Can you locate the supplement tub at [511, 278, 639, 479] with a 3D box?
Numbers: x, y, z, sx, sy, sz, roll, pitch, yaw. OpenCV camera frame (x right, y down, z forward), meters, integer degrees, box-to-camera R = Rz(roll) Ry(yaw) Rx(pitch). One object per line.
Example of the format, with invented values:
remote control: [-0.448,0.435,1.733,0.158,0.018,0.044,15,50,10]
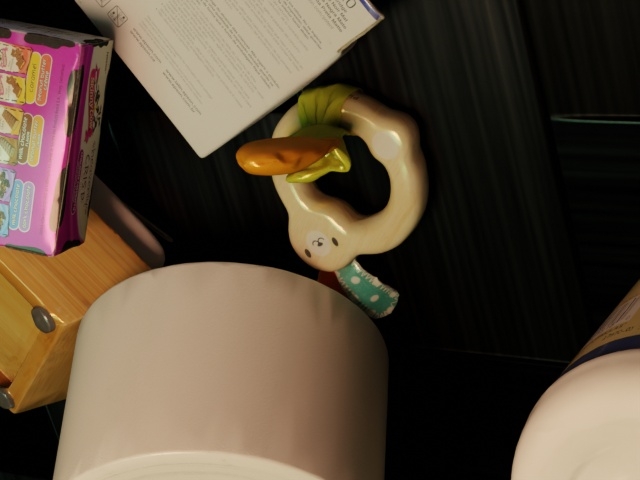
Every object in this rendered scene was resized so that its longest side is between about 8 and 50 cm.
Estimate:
supplement tub: [0.271,0.089,1.053,0.228,0.316,0.228,20,131,26]

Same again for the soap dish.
soap dish: [-0.277,-0.007,1.535,0.291,0.118,0.229,45,146,5]

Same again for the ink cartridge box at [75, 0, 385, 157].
ink cartridge box: [-0.080,-0.196,1.320,0.223,0.045,0.224,52,135,-6]

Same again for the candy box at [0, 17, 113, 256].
candy box: [-0.281,-0.090,1.380,0.233,0.071,0.159,12,101,11]

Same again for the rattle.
rattle: [0.000,0.000,1.337,0.130,0.143,0.200,17,125,4]

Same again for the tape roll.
tape roll: [-0.072,0.154,1.401,0.246,0.169,0.246,2,141,2]

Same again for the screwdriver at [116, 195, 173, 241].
screwdriver: [-0.187,-0.046,1.525,0.170,0.024,0.025,41,108,10]
